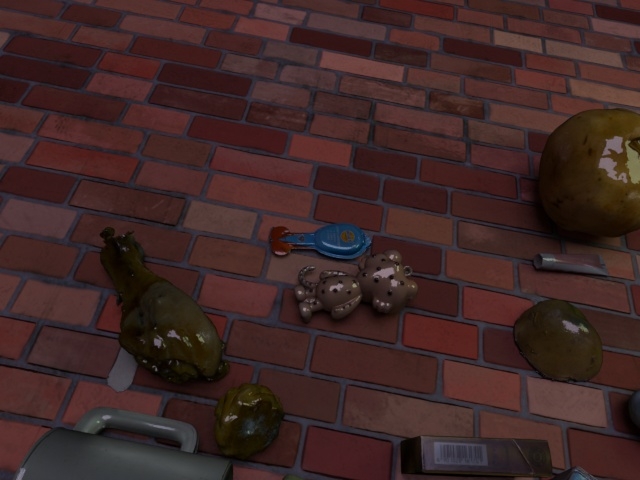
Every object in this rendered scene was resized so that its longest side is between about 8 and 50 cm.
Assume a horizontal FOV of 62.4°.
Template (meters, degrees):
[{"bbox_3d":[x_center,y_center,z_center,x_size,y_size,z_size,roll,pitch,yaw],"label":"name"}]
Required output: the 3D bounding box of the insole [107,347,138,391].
[{"bbox_3d":[-0.398,0.228,1.128,0.065,0.004,0.197,10,56,0],"label":"insole"}]

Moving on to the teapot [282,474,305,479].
[{"bbox_3d":[-0.044,0.587,0.842,0.239,0.321,0.239,32,98,-4],"label":"teapot"}]

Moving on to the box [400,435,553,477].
[{"bbox_3d":[0.284,0.409,0.996,0.240,0.159,0.071,4,63,-5],"label":"box"}]

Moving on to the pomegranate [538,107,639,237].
[{"bbox_3d":[0.713,-0.168,1.345,0.333,0.332,0.332,3,56,-5],"label":"pomegranate"}]

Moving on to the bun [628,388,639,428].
[{"bbox_3d":[0.718,0.376,1.114,0.141,0.083,0.140,6,46,-6],"label":"bun"}]

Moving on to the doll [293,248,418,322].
[{"bbox_3d":[0.078,0.106,1.210,0.278,0.119,0.154,-8,56,0],"label":"doll"}]

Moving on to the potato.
[{"bbox_3d":[0.553,0.212,1.186,0.182,0.117,0.202,-25,62,-25],"label":"potato"}]

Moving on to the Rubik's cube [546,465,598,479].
[{"bbox_3d":[0.435,0.559,0.873,0.225,0.221,0.231,34,59,16],"label":"Rubik's cube"}]

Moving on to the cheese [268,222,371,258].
[{"bbox_3d":[0.000,0.000,1.309,0.256,0.037,0.106,0,55,-5],"label":"cheese"}]

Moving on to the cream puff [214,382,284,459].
[{"bbox_3d":[-0.147,0.337,1.024,0.146,0.146,0.116,-26,24,-22],"label":"cream puff"}]

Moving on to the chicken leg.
[{"bbox_3d":[-0.358,0.129,1.125,0.201,0.152,0.429,-18,53,-37],"label":"chicken leg"}]

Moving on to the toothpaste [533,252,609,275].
[{"bbox_3d":[0.640,0.057,1.345,0.195,0.043,0.067,4,53,-11],"label":"toothpaste"}]

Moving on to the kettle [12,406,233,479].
[{"bbox_3d":[-0.317,0.418,0.895,0.318,0.205,0.265,10,59,3],"label":"kettle"}]
